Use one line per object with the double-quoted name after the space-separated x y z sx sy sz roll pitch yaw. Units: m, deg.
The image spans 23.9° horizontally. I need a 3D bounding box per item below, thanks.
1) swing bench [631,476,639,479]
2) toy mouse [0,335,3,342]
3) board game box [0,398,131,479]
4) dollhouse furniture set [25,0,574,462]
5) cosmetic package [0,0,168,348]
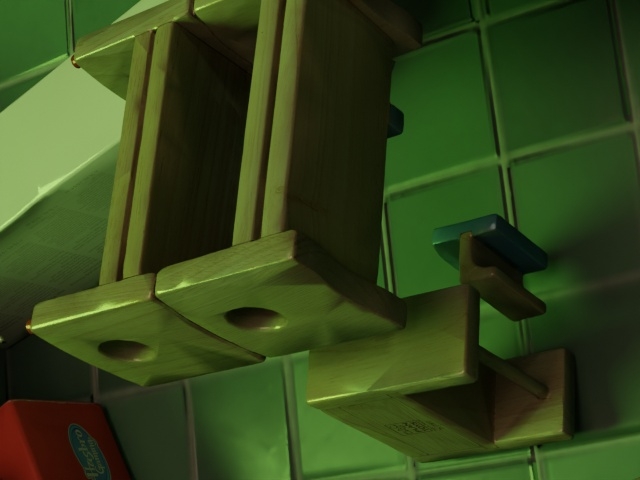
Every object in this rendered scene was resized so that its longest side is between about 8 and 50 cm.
0.079 0.231 0.506 0.254 0.165 0.253 -27 67 37 "swing bench"
-0.196 0.129 0.724 0.161 0.031 0.143 -13 71 37 "toy mouse"
-0.146 0.273 0.724 0.242 0.064 0.316 -42 60 24 "board game box"
0.000 0.000 0.600 0.129 0.183 0.129 -15 58 34 "dollhouse furniture set"
-0.120 -0.027 0.738 0.239 0.099 0.060 -32 62 28 "cosmetic package"
